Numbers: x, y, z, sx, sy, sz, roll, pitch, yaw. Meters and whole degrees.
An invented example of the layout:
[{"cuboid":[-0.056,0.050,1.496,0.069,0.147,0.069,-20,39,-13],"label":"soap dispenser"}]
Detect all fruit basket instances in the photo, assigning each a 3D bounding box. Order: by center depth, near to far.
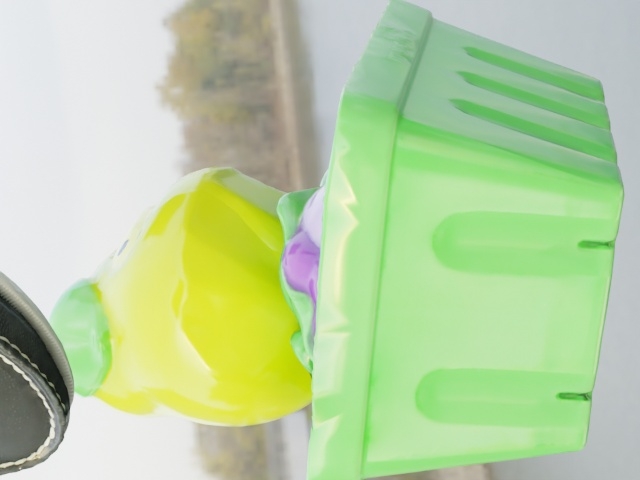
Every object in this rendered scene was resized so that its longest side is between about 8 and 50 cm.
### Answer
[{"cuboid":[0.000,0.000,1.013,0.392,0.392,0.283,-106,20,-70],"label":"fruit basket"}]

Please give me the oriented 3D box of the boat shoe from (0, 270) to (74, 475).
[{"cuboid":[-0.214,0.038,0.636,0.302,0.114,0.091,35,-165,-39],"label":"boat shoe"}]
